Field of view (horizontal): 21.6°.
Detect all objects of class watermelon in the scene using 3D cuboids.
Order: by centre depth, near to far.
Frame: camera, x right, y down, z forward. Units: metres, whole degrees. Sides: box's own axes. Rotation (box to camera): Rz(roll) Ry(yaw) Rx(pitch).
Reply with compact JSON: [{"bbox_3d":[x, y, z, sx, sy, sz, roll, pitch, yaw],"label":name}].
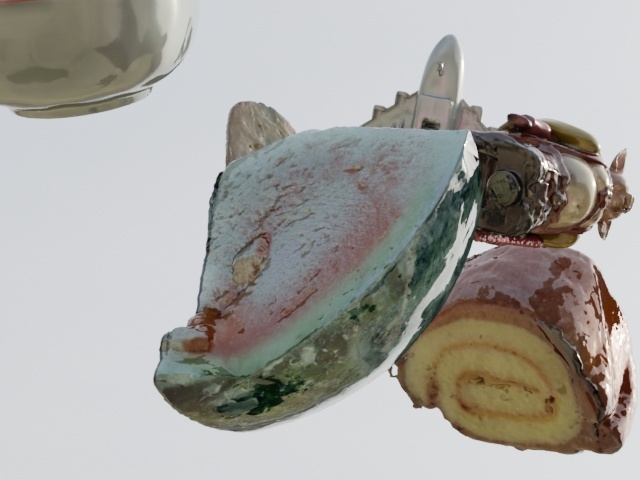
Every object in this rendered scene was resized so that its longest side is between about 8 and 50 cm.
[{"bbox_3d":[0.000,0.000,1.281,0.214,0.320,0.289,51,-56,15],"label":"watermelon"}]

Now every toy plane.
[{"bbox_3d":[0.144,-0.135,2.130,0.251,0.255,0.101,12,13,11],"label":"toy plane"}]

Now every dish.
[{"bbox_3d":[-0.221,-0.180,1.482,0.256,0.256,0.117,0,-70,22],"label":"dish"}]

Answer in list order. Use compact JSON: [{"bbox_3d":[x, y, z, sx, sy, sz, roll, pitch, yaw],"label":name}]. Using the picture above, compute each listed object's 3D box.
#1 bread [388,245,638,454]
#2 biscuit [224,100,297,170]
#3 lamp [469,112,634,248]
[{"bbox_3d":[0.189,0.104,1.647,0.244,0.123,0.190,0,-62,38],"label":"bread"},{"bbox_3d":[-0.070,-0.069,2.051,0.118,0.247,0.029,23,-42,-26],"label":"biscuit"},{"bbox_3d":[0.212,-0.047,1.502,0.118,0.118,0.253,-12,-10,37],"label":"lamp"}]
